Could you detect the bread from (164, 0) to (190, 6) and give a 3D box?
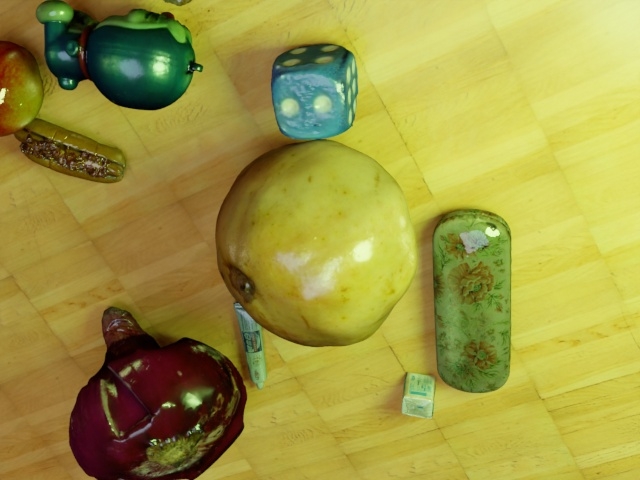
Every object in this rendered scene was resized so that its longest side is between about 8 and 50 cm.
[{"bbox_3d":[-0.206,-0.590,1.458,0.113,0.165,0.417,14,121,3],"label":"bread"}]

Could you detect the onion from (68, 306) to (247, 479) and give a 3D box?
[{"bbox_3d":[-0.394,0.337,2.113,0.420,0.398,0.398,49,128,30],"label":"onion"}]

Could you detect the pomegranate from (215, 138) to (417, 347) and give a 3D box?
[{"bbox_3d":[0.000,0.000,1.779,0.411,0.411,0.412,6,121,10],"label":"pomegranate"}]

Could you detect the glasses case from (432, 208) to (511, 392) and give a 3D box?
[{"bbox_3d":[0.311,0.132,1.924,0.156,0.098,0.426,4,121,16],"label":"glasses case"}]

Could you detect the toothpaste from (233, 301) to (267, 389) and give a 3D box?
[{"bbox_3d":[-0.152,0.240,2.137,0.060,0.038,0.234,-2,116,10],"label":"toothpaste"}]

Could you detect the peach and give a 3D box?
[{"bbox_3d":[-0.646,-0.292,1.850,0.197,0.197,0.197,6,121,10],"label":"peach"}]

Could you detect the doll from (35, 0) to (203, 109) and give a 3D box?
[{"bbox_3d":[-0.370,-0.342,1.756,0.321,0.198,0.186,9,92,17],"label":"doll"}]

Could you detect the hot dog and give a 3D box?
[{"bbox_3d":[-0.528,-0.180,1.957,0.249,0.076,0.102,22,126,-1],"label":"hot dog"}]

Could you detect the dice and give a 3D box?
[{"bbox_3d":[-0.011,-0.276,1.736,0.146,0.146,0.143,1,122,12],"label":"dice"}]

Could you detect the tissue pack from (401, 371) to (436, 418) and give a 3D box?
[{"bbox_3d":[0.217,0.341,2.070,0.074,0.094,0.059,9,121,7],"label":"tissue pack"}]
